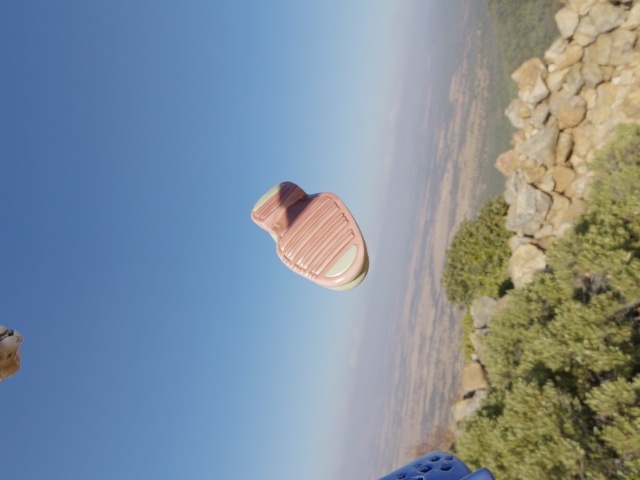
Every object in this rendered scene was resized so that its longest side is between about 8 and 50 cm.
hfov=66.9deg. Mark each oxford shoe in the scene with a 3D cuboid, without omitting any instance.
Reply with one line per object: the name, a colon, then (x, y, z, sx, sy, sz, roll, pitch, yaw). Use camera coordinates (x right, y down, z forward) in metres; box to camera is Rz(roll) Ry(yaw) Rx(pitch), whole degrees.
oxford shoe: (0.000, 0.000, 0.876, 0.140, 0.146, 0.397, -43, 29, -1)

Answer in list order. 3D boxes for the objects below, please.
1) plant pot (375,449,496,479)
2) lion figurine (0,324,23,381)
plant pot: (0.207, 0.515, 0.812, 0.235, 0.236, 0.212, 68, 157, 12)
lion figurine: (-0.700, 0.252, 0.809, 0.392, 0.142, 0.240, -69, -38, -54)
